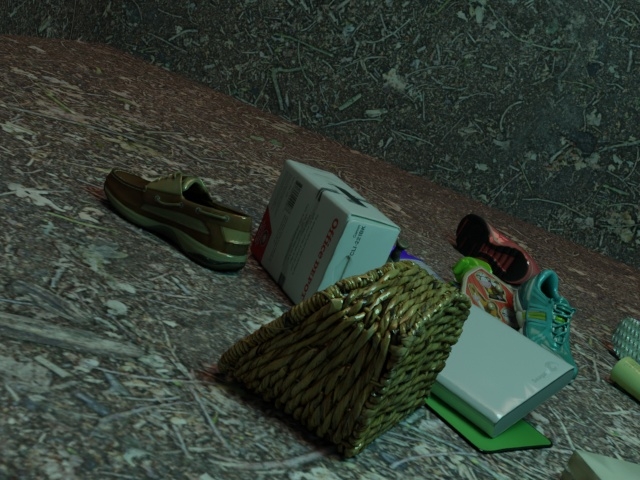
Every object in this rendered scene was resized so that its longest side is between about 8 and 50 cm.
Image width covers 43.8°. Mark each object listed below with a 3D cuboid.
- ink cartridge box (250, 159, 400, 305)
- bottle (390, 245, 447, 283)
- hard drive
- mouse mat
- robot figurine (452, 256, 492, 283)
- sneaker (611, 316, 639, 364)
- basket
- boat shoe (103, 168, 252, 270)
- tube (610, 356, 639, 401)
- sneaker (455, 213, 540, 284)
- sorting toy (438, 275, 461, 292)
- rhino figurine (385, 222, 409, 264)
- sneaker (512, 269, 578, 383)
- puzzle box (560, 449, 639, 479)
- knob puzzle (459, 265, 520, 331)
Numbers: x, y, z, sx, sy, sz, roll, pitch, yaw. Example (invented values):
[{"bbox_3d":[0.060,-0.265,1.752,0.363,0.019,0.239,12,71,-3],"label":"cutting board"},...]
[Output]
[{"bbox_3d":[0.000,0.000,1.422,0.114,0.196,0.273,14,18,-31],"label":"ink cartridge box"},{"bbox_3d":[0.164,0.080,1.580,0.118,0.092,0.283,2,21,-23],"label":"bottle"},{"bbox_3d":[0.220,0.173,1.284,0.203,0.040,0.308,-22,40,-36],"label":"hard drive"},{"bbox_3d":[0.247,0.270,1.203,0.190,0.007,0.153,8,20,-41],"label":"mouse mat"},{"bbox_3d":[0.351,0.074,1.825,0.115,0.067,0.101,14,23,-51],"label":"robot figurine"},{"bbox_3d":[0.801,0.286,1.809,0.146,0.102,0.293,16,20,-39],"label":"sneaker"},{"bbox_3d":[0.046,0.111,1.059,0.223,0.213,0.299,29,16,22],"label":"basket"},{"bbox_3d":[-0.247,-0.063,1.437,0.324,0.119,0.123,29,15,22],"label":"boat shoe"},{"bbox_3d":[0.679,0.324,1.565,0.070,0.062,0.240,-31,44,-15],"label":"tube"},{"bbox_3d":[0.505,0.039,2.269,0.136,0.116,0.314,23,17,-41],"label":"sneaker"},{"bbox_3d":[0.294,0.121,1.746,0.208,0.038,0.193,15,16,-26],"label":"sorting toy"},{"bbox_3d":[0.113,0.040,1.475,0.073,0.106,0.243,24,30,-9],"label":"rhino figurine"},{"bbox_3d":[0.462,0.166,1.609,0.107,0.110,0.275,25,35,-23],"label":"sneaker"},{"bbox_3d":[0.553,0.412,1.054,0.409,0.052,0.272,18,16,-18],"label":"puzzle box"},{"bbox_3d":[0.378,0.126,1.706,0.213,0.030,0.213,24,38,-20],"label":"knob puzzle"}]
